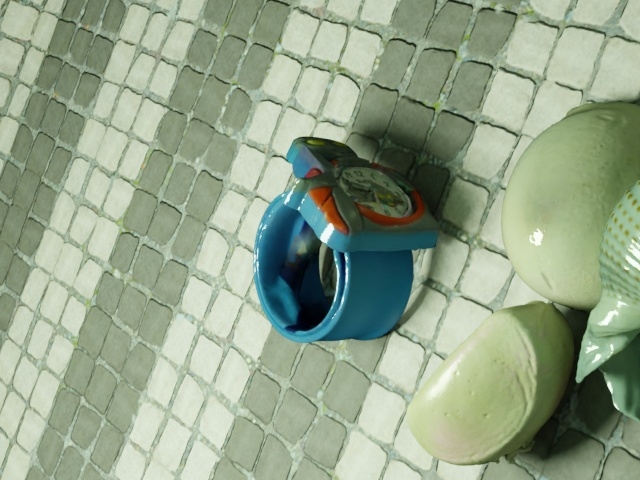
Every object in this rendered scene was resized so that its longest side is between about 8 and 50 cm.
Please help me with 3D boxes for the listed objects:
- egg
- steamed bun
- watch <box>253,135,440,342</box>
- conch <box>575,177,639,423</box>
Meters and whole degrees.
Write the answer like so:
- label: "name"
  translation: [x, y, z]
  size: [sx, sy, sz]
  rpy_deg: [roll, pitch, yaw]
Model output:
- label: "egg"
  translation: [0.335, -0.057, 1.594]
  size: [0.264, 0.174, 0.286]
  rpy_deg: [2, 76, 42]
- label: "steamed bun"
  translation: [0.239, 0.196, 1.627]
  size: [0.152, 0.170, 0.238]
  rpy_deg: [50, 118, 16]
- label: "watch"
  translation: [0.000, 0.000, 1.892]
  size: [0.305, 0.241, 0.274]
  rpy_deg: [49, 127, 42]
- label: "conch"
  translation: [0.444, 0.066, 1.415]
  size: [0.303, 0.215, 0.319]
  rpy_deg: [49, 144, 17]
